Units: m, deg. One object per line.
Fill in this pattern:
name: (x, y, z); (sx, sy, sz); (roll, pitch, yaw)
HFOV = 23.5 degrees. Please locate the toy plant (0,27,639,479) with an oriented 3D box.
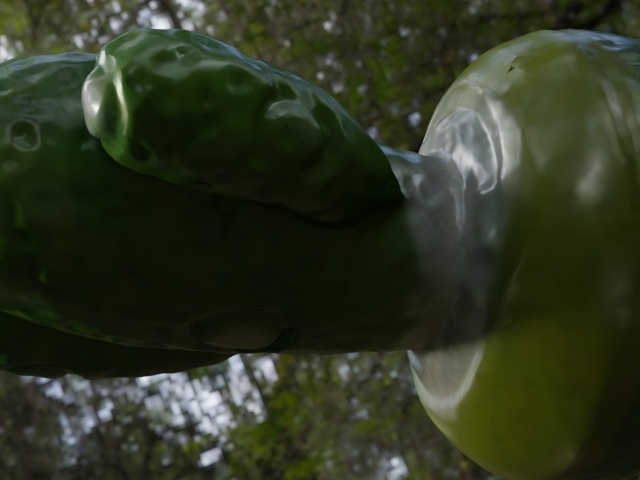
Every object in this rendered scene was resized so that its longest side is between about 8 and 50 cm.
toy plant: (0.000, 0.000, 0.596); (0.316, 0.184, 0.224); (2, -25, -13)
